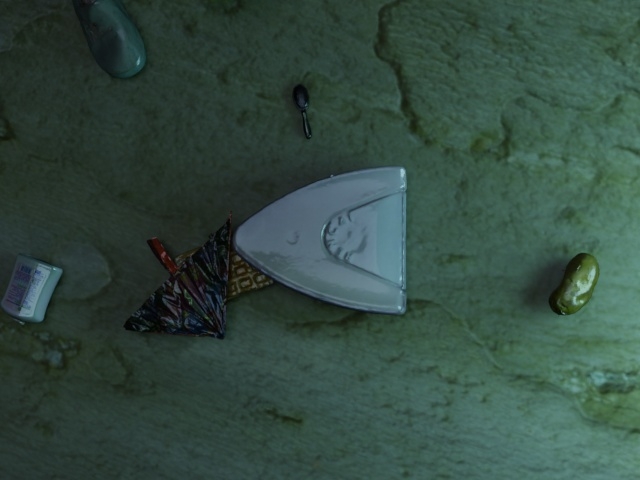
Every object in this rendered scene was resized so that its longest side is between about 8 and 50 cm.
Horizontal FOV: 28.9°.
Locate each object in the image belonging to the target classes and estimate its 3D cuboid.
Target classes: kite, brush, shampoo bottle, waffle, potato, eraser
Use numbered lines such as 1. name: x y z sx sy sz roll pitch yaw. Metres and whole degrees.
1. kite: -0.186 0.063 1.764 0.232 0.009 0.189 -42 73 6
2. brush: -0.024 -0.185 1.777 0.024 0.008 0.083 -12 79 10
3. shampoo bottle: -0.429 0.076 1.832 0.072 0.043 0.099 19 89 17
4. waffle: -0.138 0.043 1.770 0.135 0.021 0.092 -22 78 12
5. potato: 0.336 0.060 1.632 0.045 0.046 0.092 18 75 58
6. eraser: 0.000 0.000 1.720 0.243 0.059 0.204 0 83 11

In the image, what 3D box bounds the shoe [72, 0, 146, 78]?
1. shoe: -0.328 -0.333 1.843 0.079 0.078 0.195 -27 73 9
